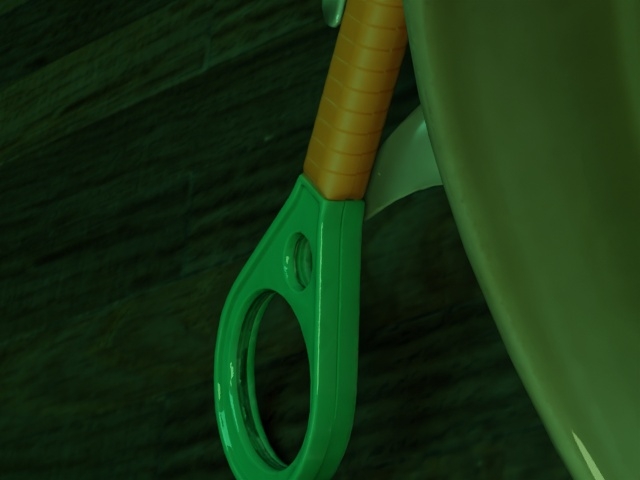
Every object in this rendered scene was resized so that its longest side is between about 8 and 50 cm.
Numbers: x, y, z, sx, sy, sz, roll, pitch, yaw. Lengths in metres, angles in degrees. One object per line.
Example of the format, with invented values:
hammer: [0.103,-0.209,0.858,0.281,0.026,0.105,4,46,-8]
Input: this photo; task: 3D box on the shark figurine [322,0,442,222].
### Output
shark figurine: [0.066,-0.128,0.659,0.278,0.116,0.166,-109,29,-52]

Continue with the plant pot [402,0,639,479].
plant pot: [0.216,-0.027,0.290,0.280,0.323,0.323,-30,37,-18]

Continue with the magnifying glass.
magnifying glass: [0.000,0.000,0.605,0.092,0.026,0.231,50,134,50]
